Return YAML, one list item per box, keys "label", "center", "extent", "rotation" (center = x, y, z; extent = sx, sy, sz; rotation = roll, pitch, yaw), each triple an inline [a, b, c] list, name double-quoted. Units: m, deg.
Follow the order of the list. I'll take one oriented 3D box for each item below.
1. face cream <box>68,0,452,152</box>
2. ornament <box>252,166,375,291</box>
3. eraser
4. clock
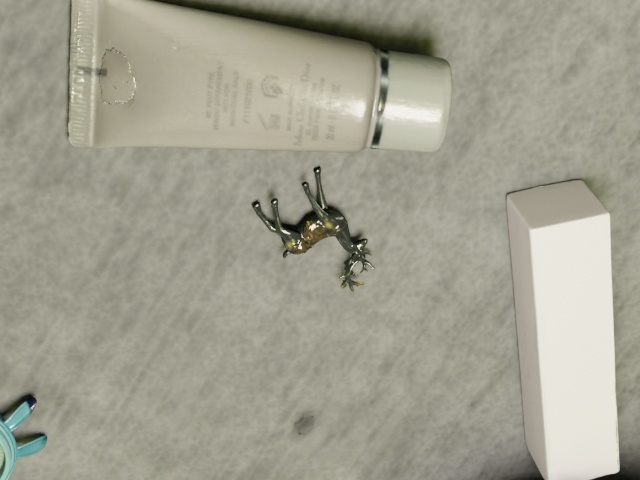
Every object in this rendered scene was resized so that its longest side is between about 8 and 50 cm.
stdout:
- label: "face cream"
  center: [-0.050, -0.126, 1.082]
  extent: [0.314, 0.089, 0.143]
  rotation: [5, 118, -5]
- label: "ornament"
  center: [0.000, 0.000, 1.188]
  extent: [0.073, 0.028, 0.125]
  rotation: [-31, 118, 5]
- label: "eraser"
  center: [0.234, 0.094, 1.256]
  extent: [0.076, 0.078, 0.298]
  rotation: [-12, 120, -5]
- label: "clock"
  center: [-0.329, 0.192, 1.215]
  extent: [0.147, 0.045, 0.108]
  rotation: [-13, 121, -5]
